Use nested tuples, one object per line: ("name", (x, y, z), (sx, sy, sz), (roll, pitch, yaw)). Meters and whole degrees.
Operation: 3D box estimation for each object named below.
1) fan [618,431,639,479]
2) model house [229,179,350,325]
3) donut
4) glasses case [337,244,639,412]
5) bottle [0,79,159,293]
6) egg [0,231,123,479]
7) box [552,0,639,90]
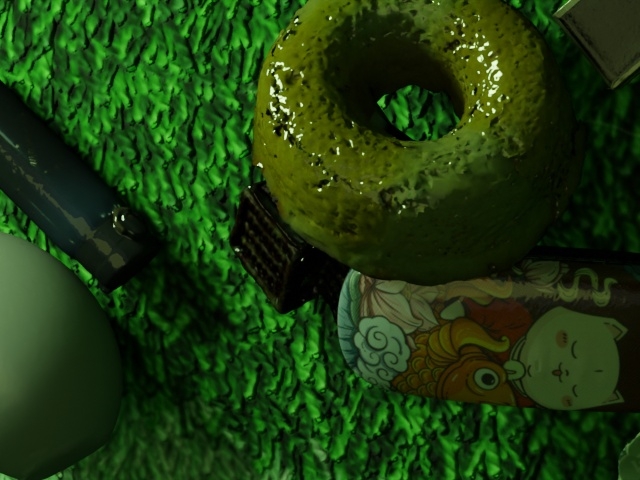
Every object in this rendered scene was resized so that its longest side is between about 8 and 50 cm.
("fan", (0.310, 0.177, 1.521), (0.131, 0.009, 0.240), (30, 120, -8))
("model house", (0.005, 0.005, 1.602), (0.152, 0.106, 0.165), (-43, 76, 21))
("donut", (0.073, -0.104, 1.493), (0.272, 0.107, 0.272), (-1, 63, 3))
("glasses case", (0.173, 0.068, 1.525), (0.321, 0.082, 0.122), (3, 113, 9))
("bottle", (-0.245, -0.057, 1.719), (0.244, 0.072, 0.082), (45, 130, 11))
("egg", (-0.275, 0.096, 1.699), (0.176, 0.176, 0.232), (-36, 82, 24))
("box", (0.239, -0.171, 1.513), (0.079, 0.035, 0.083), (-42, 80, 23))
